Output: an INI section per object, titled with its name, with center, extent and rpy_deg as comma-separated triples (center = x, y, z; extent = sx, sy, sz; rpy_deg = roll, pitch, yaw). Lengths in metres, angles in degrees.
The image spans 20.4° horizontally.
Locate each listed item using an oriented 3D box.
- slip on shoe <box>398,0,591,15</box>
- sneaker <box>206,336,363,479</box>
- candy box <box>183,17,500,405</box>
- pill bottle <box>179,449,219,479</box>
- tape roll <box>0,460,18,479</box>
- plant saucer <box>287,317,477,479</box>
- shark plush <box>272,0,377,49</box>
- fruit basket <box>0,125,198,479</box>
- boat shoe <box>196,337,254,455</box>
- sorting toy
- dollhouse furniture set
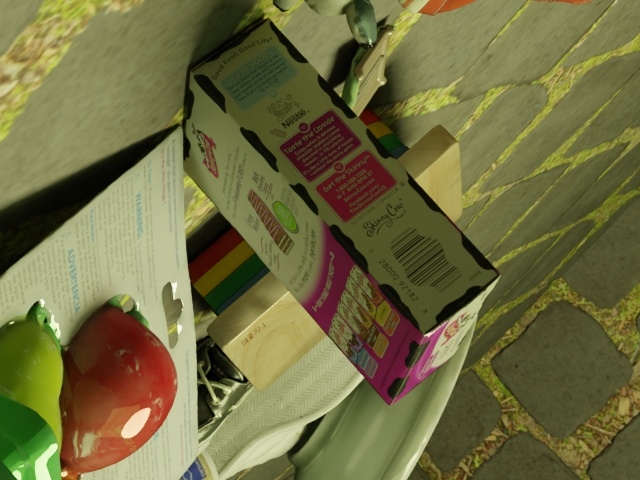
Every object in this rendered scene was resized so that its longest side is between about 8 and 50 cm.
[slip on shoe]
center = 0.175, -0.225, 1.316
extent = 0.331, 0.101, 0.123
rpy_deg = -26, 161, -47
[sneaker]
center = -0.039, 0.168, 1.989
extent = 0.292, 0.108, 0.169
rpy_deg = -37, 172, 20
[candy box]
center = 0.007, -0.016, 1.199
extent = 0.071, 0.233, 0.159
rpy_deg = -38, 168, -19
[pill bottle]
center = -0.200, 0.272, 1.806
extent = 0.186, 0.112, 0.112
rpy_deg = -28, 161, -48
[tape roll]
center = -0.288, 0.227, 0.924
extent = 0.321, 0.321, 0.077
rpy_deg = -41, 167, -3
[plant saucer]
center = 0.051, 0.189, 2.115
extent = 0.400, 0.100, 0.400
rpy_deg = -61, -173, 13
[shark plush]
center = 0.004, -0.190, 1.099
extent = 0.067, 0.073, 0.161
rpy_deg = -58, 151, -20
[fruit basket]
center = -0.198, 0.134, 1.203
extent = 0.353, 0.165, 0.327
rpy_deg = -52, 152, -44
[boat shoe]
center = -0.105, 0.134, 1.736
extent = 0.219, 0.078, 0.070
rpy_deg = -45, 170, -24
[sorting toy]
center = 0.000, 0.000, 1.558
extent = 0.255, 0.089, 0.257
rpy_deg = -41, 167, -5
[dollhouse furniture set]
center = -0.004, -0.104, 1.355
extent = 0.152, 0.058, 0.076
rpy_deg = -57, 168, -27
